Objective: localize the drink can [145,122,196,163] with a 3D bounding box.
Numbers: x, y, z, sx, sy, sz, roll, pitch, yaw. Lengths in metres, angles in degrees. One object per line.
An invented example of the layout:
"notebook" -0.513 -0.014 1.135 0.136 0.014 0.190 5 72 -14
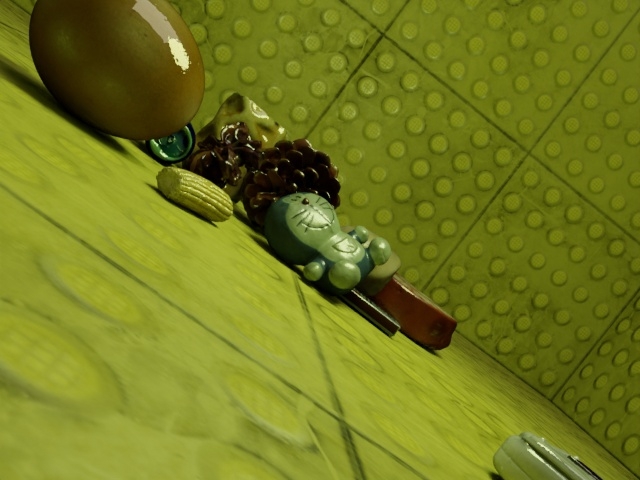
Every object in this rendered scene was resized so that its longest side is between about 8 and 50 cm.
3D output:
"drink can" -0.354 -0.246 1.661 0.118 0.118 0.205 36 3 -19

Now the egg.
"egg" -0.379 -0.347 1.333 0.351 0.282 0.282 38 3 -1

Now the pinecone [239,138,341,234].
"pinecone" -0.074 -0.112 1.707 0.264 0.264 0.264 37 3 -2

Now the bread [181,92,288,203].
"bread" -0.224 -0.235 1.858 0.196 0.252 0.238 33 -2 9

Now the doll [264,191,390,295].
"doll" 0.000 0.000 1.519 0.258 0.154 0.228 48 45 5

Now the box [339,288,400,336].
"box" 0.102 0.151 1.622 0.177 0.036 0.115 37 3 2

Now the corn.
"corn" -0.223 -0.082 1.257 0.165 0.063 0.085 27 35 -62

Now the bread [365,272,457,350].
"bread" 0.226 0.172 1.960 0.328 0.114 0.295 41 4 31

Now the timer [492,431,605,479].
"timer" 0.361 0.363 0.939 0.262 0.087 0.237 41 4 42

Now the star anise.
"star anise" -0.216 -0.184 1.629 0.126 0.190 0.220 55 41 -23

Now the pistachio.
"pistachio" 0.098 0.045 1.778 0.197 0.166 0.288 -5 14 -10
